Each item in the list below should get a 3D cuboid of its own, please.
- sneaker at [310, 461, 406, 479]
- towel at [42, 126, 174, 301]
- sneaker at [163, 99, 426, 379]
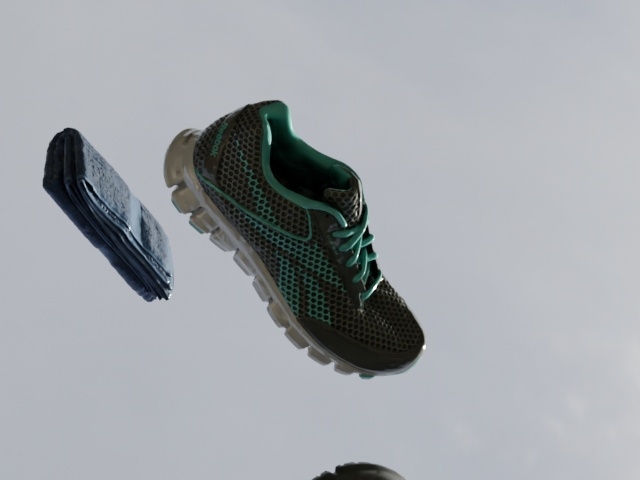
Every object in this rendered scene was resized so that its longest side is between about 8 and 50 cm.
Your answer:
[{"bbox_3d":[-0.018,0.211,0.538,0.130,0.109,0.286,16,-134,44],"label":"sneaker"},{"bbox_3d":[-0.134,-0.017,0.812,0.029,0.119,0.067,-27,-142,12],"label":"towel"},{"bbox_3d":[0.000,0.000,0.604,0.166,0.076,0.065,45,-137,-14],"label":"sneaker"}]
